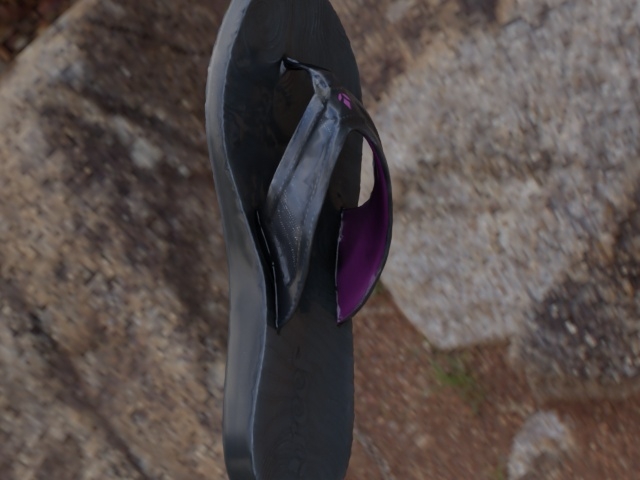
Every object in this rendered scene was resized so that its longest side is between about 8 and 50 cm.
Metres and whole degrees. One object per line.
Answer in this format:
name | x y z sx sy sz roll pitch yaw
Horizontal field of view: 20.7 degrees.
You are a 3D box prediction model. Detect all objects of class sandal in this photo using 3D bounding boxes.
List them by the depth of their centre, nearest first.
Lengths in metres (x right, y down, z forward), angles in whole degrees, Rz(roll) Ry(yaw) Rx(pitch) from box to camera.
sandal | 0.002 0.001 1.418 0.107 0.167 0.446 3 98 40
